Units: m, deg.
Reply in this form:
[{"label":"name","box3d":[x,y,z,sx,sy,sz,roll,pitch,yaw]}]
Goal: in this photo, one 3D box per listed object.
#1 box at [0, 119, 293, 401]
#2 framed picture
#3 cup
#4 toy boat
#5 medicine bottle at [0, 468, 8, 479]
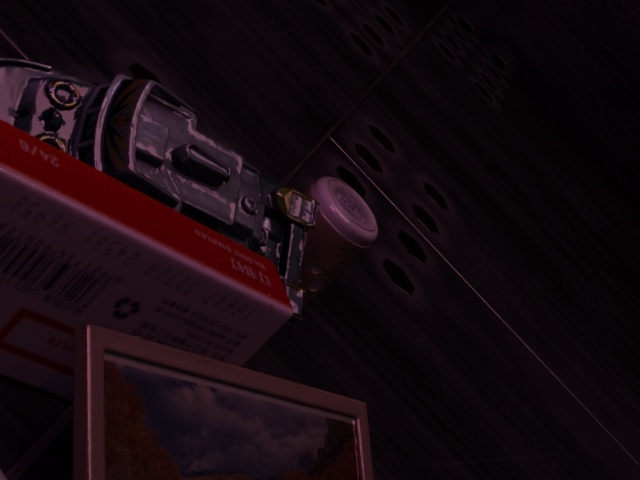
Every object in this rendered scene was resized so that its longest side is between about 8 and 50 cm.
[{"label":"box","box3d":[-0.128,0.031,0.691,0.229,0.123,0.050,28,24,-40]},{"label":"framed picture","box3d":[-0.043,0.159,0.690,0.250,0.016,0.184,25,53,-47]},{"label":"cup","box3d":[0.002,0.006,1.010,0.102,0.099,0.074,25,32,-45]},{"label":"toy boat","box3d":[-0.124,-0.039,0.820,0.296,0.122,0.114,30,51,-33]},{"label":"medicine bottle","box3d":[-0.187,0.096,0.562,0.191,0.051,0.051,51,22,10]}]
